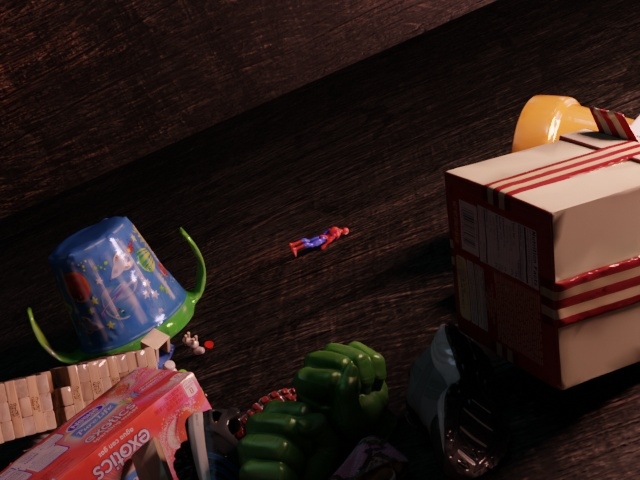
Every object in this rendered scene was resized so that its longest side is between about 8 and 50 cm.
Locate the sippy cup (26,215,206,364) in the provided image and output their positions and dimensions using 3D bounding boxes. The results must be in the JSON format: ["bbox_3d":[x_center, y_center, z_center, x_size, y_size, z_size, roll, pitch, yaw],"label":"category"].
[{"bbox_3d":[-0.386,0.084,2.271,0.240,0.224,0.305,-7,25,43],"label":"sippy cup"}]

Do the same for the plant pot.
[{"bbox_3d":[0.415,-0.117,1.855,0.187,0.205,0.205,6,33,31],"label":"plant pot"}]

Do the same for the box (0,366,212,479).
[{"bbox_3d":[-0.288,0.314,1.645,0.300,0.142,0.154,-38,22,-34],"label":"box"}]

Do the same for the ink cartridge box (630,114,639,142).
[{"bbox_3d":[0.520,-0.098,1.643,0.211,0.122,0.289,18,41,29],"label":"ink cartridge box"}]

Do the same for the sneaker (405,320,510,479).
[{"bbox_3d":[0.155,0.209,1.464,0.108,0.100,0.271,-45,15,20],"label":"sneaker"}]

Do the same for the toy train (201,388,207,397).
[{"bbox_3d":[-0.217,0.256,1.899,0.083,0.024,0.017,-26,18,-4],"label":"toy train"}]

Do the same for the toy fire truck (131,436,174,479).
[{"bbox_3d":[-0.251,0.367,1.477,0.217,0.159,0.246,-22,7,13],"label":"toy fire truck"}]

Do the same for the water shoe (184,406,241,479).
[{"bbox_3d":[-0.108,0.289,1.475,0.080,0.073,0.203,-14,57,-9],"label":"water shoe"}]

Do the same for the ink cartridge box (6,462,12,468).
[{"bbox_3d":[-0.456,0.382,1.804,0.029,0.063,0.115,-21,19,16],"label":"ink cartridge box"}]

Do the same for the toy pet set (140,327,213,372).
[{"bbox_3d":[-0.258,0.209,2.063,0.114,0.065,0.122,26,47,22],"label":"toy pet set"}]

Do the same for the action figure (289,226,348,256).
[{"bbox_3d":[0.000,0.000,2.308,0.115,0.030,0.038,-22,23,-6],"label":"action figure"}]

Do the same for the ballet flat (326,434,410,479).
[{"bbox_3d":[0.028,0.306,1.386,0.079,0.077,0.221,16,41,35],"label":"ballet flat"}]

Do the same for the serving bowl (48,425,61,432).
[{"bbox_3d":[-0.439,0.307,2.042,0.083,0.027,0.083,-23,18,8],"label":"serving bowl"}]

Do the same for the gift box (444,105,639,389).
[{"bbox_3d":[0.310,-0.005,1.466,0.258,0.255,0.276,-15,26,-21],"label":"gift box"}]

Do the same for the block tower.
[{"bbox_3d":[-0.421,0.247,1.909,0.335,0.091,0.097,-11,-1,-32],"label":"block tower"}]

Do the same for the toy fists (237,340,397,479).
[{"bbox_3d":[-0.001,0.233,1.493,0.096,0.142,0.279,-8,25,43],"label":"toy fists"}]

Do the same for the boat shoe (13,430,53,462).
[{"bbox_3d":[-0.401,0.340,1.843,0.081,0.079,0.227,-44,19,-29],"label":"boat shoe"}]

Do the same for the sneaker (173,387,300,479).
[{"bbox_3d":[-0.086,0.262,1.596,0.225,0.088,0.093,-19,-20,-11],"label":"sneaker"}]
